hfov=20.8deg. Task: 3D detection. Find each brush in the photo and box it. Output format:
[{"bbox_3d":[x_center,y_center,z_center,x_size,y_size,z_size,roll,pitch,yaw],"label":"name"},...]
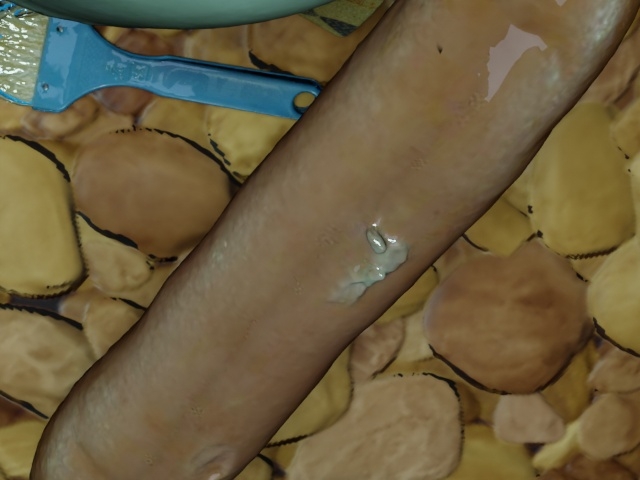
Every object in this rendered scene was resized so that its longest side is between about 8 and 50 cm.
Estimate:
[{"bbox_3d":[-0.076,-0.075,0.785,0.164,0.014,0.051,8,119,-15],"label":"brush"}]

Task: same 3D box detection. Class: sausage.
[{"bbox_3d":[0.000,0.000,0.756,0.094,0.094,0.419,1,138,-48],"label":"sausage"}]

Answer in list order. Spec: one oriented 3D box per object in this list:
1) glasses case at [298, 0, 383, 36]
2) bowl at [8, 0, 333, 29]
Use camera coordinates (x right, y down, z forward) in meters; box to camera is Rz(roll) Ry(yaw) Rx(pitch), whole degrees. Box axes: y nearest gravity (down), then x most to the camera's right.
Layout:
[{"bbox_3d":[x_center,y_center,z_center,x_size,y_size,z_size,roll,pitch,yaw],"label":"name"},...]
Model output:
[{"bbox_3d":[-0.043,-0.149,0.732,0.170,0.041,0.064,26,113,-23],"label":"glasses case"},{"bbox_3d":[-0.021,-0.195,0.593,0.289,0.146,0.289,-13,117,-27],"label":"bowl"}]
